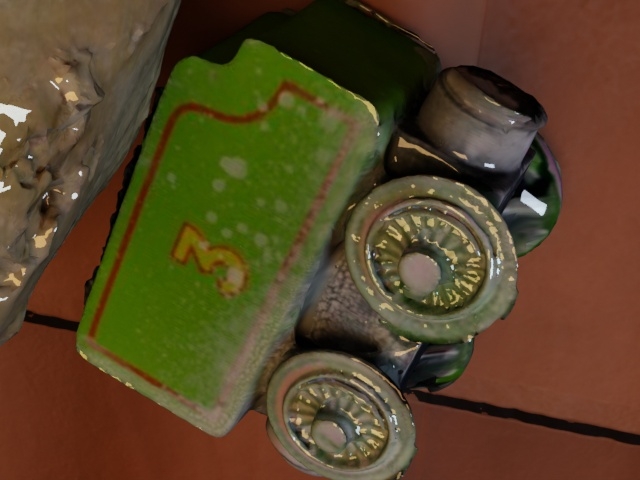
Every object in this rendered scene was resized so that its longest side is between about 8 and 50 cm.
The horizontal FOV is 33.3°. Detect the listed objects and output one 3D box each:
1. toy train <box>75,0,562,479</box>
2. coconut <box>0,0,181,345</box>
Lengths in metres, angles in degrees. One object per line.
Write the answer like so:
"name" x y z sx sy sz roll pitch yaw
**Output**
"toy train" 0.000 0.000 0.677 0.249 0.173 0.307 31 123 7
"coconut" -0.252 -0.098 0.526 0.405 0.404 0.404 6 120 11
